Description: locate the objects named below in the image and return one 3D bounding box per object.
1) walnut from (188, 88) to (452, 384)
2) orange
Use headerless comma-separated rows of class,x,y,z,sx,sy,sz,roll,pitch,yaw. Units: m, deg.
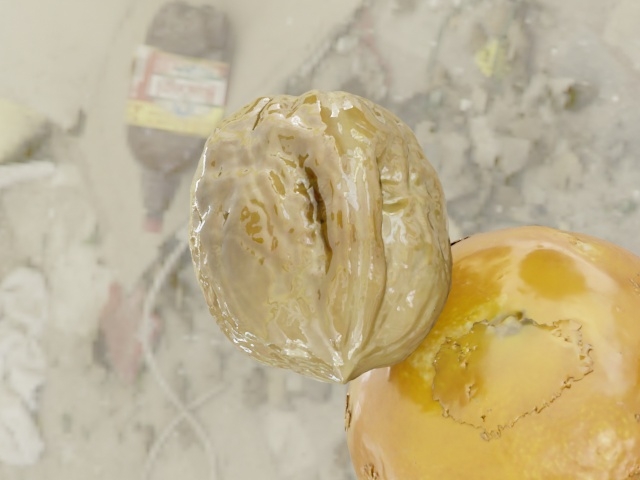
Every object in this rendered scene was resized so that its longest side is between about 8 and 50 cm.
walnut,0.000,0.000,0.873,0.155,0.155,0.184,-35,57,45
orange,0.136,0.110,0.957,0.246,0.246,0.246,-8,80,52
